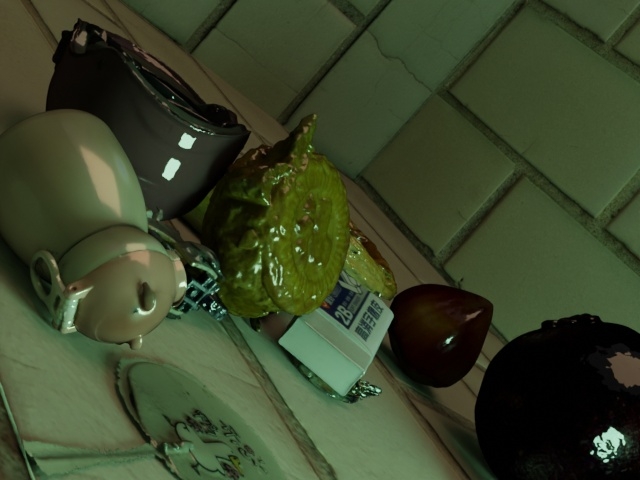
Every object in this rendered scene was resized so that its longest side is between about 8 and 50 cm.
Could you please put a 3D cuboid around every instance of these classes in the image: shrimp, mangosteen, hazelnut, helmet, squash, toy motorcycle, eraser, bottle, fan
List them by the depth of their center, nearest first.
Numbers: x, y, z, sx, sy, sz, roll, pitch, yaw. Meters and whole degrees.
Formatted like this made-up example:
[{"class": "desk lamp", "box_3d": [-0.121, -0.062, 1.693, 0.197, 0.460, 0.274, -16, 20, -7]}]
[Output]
[{"class": "fan", "box_3d": [-0.130, 0.184, 0.944, 0.233, 0.012, 0.415, 45, 8, 18]}, {"class": "bottle", "box_3d": [-0.224, -0.001, 1.029, 0.236, 0.147, 0.147, 55, 13, 25]}, {"class": "toy motorcycle", "box_3d": [-0.181, 0.026, 1.246, 0.130, 0.094, 0.229, 41, -3, 22]}, {"class": "helmet", "box_3d": [-0.252, -0.145, 1.413, 0.271, 0.197, 0.338, 27, 8, -32]}, {"class": "shrimp", "box_3d": [0.024, 0.204, 1.502, 0.161, 0.034, 0.091, 30, 24, -30]}, {"class": "eraser", "box_3d": [0.026, 0.126, 1.517, 0.124, 0.068, 0.210, 41, 23, -1]}, {"class": "squash", "box_3d": [-0.187, -0.056, 1.665, 0.200, 0.075, 0.090, 40, 35, -7]}, {"class": "mangosteen", "box_3d": [0.458, 0.346, 1.823, 0.382, 0.382, 0.435, 8, 74, -75]}, {"class": "hazelnut", "box_3d": [0.229, 0.168, 1.973, 0.208, 0.208, 0.208, 41, 9, -8]}]

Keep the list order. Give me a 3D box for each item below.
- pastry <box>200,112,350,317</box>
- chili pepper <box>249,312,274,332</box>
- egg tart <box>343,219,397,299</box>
[{"class": "pastry", "box_3d": [-0.066, -0.015, 1.400, 0.132, 0.240, 0.235, 3, -46, 29]}, {"class": "chili pepper", "box_3d": [-0.040, 0.081, 1.632, 0.137, 0.092, 0.368, 61, 17, 16]}, {"class": "egg tart", "box_3d": [0.000, 0.000, 1.995, 0.352, 0.150, 0.352, 47, 9, -10]}]
